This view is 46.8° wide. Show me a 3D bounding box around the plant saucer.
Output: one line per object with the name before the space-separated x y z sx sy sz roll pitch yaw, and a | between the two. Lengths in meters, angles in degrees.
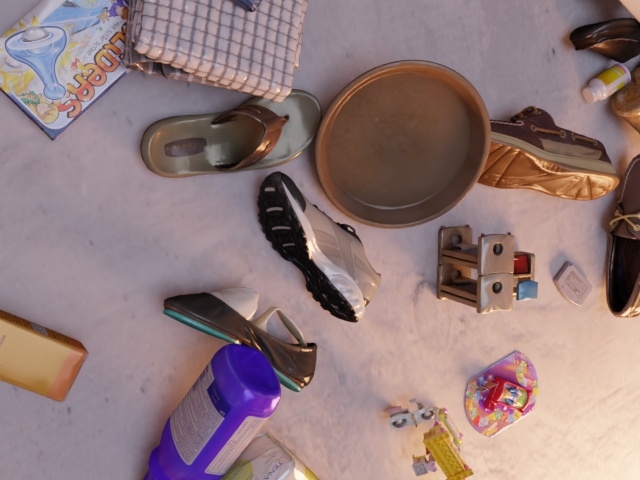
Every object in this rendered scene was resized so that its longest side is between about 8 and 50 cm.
plant saucer | 0.125 -0.147 1.145 0.278 0.041 0.277 -4 120 -7

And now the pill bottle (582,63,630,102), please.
pill bottle | 0.525 -0.287 1.360 0.083 0.043 0.043 -33 110 -9

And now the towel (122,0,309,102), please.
towel | -0.136 -0.338 0.989 0.235 0.121 0.283 9 84 -33

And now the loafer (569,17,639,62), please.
loafer | 0.549 -0.362 1.343 0.220 0.080 0.078 -12 102 -23

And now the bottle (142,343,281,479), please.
bottle | -0.166 0.279 1.044 0.092 0.118 0.282 22 113 -36

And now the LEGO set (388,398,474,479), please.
LEGO set | 0.204 0.401 1.299 0.132 0.107 0.286 -7 107 11

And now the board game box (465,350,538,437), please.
board game box | 0.347 0.290 1.365 0.169 0.033 0.133 -25 106 -20

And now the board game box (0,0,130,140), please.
board game box | -0.329 -0.249 0.976 0.201 0.035 0.136 -48 113 -12

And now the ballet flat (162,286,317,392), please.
ballet flat | -0.109 0.129 1.107 0.280 0.095 0.096 39 70 -34

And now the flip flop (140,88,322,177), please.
flip flop | -0.117 -0.151 1.062 0.277 0.080 0.112 -14 103 -25

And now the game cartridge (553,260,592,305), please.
game cartridge | 0.480 0.085 1.409 0.083 0.017 0.056 44 75 -23

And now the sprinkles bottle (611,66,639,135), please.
sprinkles bottle | 0.712 -0.192 1.419 0.355 0.121 0.121 34 82 -25

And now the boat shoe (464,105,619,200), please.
boat shoe | 0.356 -0.165 1.278 0.342 0.123 0.123 10 62 -15

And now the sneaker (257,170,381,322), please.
sneaker | 0.000 0.000 1.140 0.108 0.100 0.271 -48 117 -27

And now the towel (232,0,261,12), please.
towel | -0.088 -0.354 0.931 0.067 0.029 0.119 25 75 -32

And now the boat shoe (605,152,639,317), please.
boat shoe | 0.602 -0.010 1.400 0.097 0.117 0.324 -8 106 -27

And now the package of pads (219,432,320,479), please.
package of pads | -0.116 0.455 1.103 0.296 0.101 0.229 -46 133 -14

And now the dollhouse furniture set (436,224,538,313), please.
dollhouse furniture set | 0.311 0.041 1.261 0.184 0.129 0.128 -3 98 -23

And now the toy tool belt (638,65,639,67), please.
toy tool belt | 0.648 -0.335 1.416 0.083 0.052 0.051 -38 142 -12

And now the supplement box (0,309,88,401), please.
supplement box | -0.429 0.129 0.960 0.233 0.080 0.078 29 84 -27

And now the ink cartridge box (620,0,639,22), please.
ink cartridge box | 0.522 -0.598 1.217 0.395 0.166 0.285 34 65 -25
